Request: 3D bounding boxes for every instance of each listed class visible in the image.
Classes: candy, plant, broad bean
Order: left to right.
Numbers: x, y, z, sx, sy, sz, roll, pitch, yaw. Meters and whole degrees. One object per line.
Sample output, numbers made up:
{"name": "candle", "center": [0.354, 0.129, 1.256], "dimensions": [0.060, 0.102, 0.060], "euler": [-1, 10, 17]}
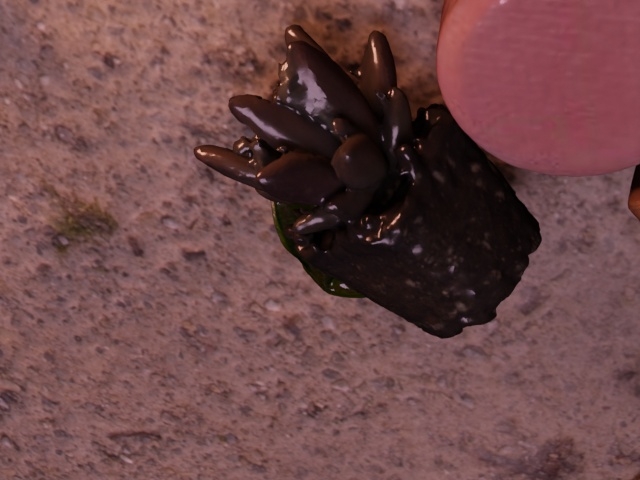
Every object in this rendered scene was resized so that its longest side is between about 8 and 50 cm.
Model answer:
{"name": "broad bean", "center": [-0.005, 0.005, 1.322], "dimensions": [0.061, 0.046, 0.195], "euler": [-31, 126, 20]}
{"name": "plant", "center": [0.043, -0.048, 1.150], "dimensions": [0.320, 0.194, 0.181], "euler": [38, 147, -16]}
{"name": "candy", "center": [0.230, -0.169, 1.077], "dimensions": [0.255, 0.094, 0.255], "euler": [6, 133, 7]}

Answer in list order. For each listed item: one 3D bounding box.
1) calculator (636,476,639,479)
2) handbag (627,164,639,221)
{"name": "calculator", "center": [0.446, 0.298, 1.512], "dimensions": [0.100, 0.032, 0.175], "euler": [20, 134, -8]}
{"name": "handbag", "center": [0.372, -0.064, 1.103], "dimensions": [0.193, 0.151, 0.072], "euler": [-29, 104, 32]}
